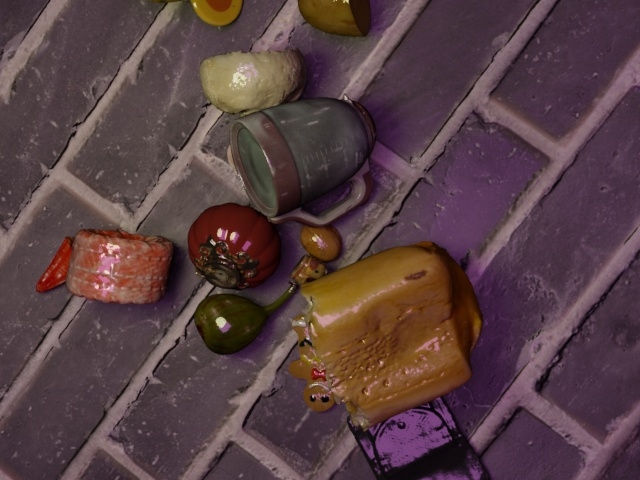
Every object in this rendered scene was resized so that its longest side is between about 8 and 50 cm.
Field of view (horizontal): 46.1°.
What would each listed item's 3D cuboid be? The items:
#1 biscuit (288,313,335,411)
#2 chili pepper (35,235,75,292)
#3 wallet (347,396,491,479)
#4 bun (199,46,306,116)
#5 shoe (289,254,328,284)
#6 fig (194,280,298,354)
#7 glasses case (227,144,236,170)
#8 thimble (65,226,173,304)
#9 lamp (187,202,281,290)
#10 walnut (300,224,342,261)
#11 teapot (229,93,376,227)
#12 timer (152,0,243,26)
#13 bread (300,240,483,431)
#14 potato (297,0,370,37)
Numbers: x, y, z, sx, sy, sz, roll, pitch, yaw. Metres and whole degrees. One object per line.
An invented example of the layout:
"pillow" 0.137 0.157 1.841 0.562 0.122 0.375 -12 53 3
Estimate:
"biscuit" -0.001 0.299 1.836 0.158 0.035 0.240 -2 90 10
"chili pepper" -0.664 0.074 1.910 0.169 0.065 0.088 -44 84 10
"wallet" 0.239 0.515 1.806 0.247 0.041 0.322 -28 89 9
"bun" -0.150 -0.363 1.741 0.260 0.259 0.152 -2 101 8
"shoe" -0.027 0.073 1.810 0.069 0.072 0.109 36 129 -9
"fig" -0.173 0.183 1.834 0.259 0.151 0.151 -18 88 -20
"glasses case" -0.127 -0.221 1.834 0.204 0.051 0.080 -14 88 7
"thimble" -0.476 0.057 1.800 0.239 0.239 0.162 9 94 7
"lamp" -0.201 0.011 1.779 0.227 0.227 0.226 0 91 8
"walnut" 0.000 0.000 1.821 0.091 0.052 0.121 -42 88 3
"teapot" -0.010 -0.174 1.719 0.312 0.233 0.314 -23 121 -20
"timer" -0.326 -0.716 1.736 0.387 0.376 0.375 7 93 -36
"bread" 0.168 0.189 1.701 0.395 0.250 0.360 -25 108 -5
"potato" 0.022 -0.565 1.761 0.158 0.178 0.203 -9 117 24
